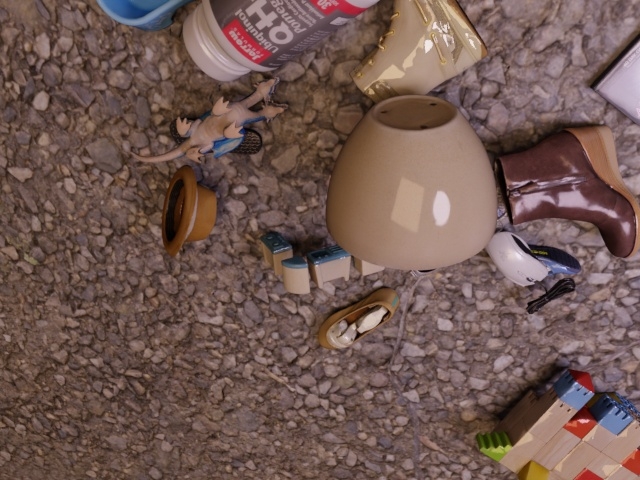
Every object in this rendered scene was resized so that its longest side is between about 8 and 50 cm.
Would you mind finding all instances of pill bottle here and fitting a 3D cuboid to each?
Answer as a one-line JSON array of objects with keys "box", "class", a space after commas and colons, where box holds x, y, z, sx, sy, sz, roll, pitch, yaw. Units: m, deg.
[{"box": [-0.069, -0.372, 0.814, 0.319, 0.176, 0.176, -18, 112, 40], "class": "pill bottle"}]

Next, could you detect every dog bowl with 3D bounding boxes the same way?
[{"box": [-0.263, -0.470, 0.893, 0.297, 0.074, 0.166, -20, 110, 21], "class": "dog bowl"}]

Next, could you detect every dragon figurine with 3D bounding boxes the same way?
[{"box": [-0.191, -0.201, 0.964, 0.289, 0.144, 0.085, -28, 98, 15], "class": "dragon figurine"}]

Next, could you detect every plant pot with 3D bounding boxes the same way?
[{"box": [0.145, -0.116, 0.838, 0.284, 0.284, 0.191, 4, 129, 11], "class": "plant pot"}]

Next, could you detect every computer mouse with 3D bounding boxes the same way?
[{"box": [0.374, 0.060, 0.972, 0.193, 0.042, 0.106, 39, 130, -17], "class": "computer mouse"}]

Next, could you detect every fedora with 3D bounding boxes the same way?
[{"box": [-0.263, -0.056, 1.078, 0.079, 0.194, 0.194, 7, 125, -32], "class": "fedora"}]

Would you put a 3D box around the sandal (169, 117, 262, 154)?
[{"box": [-0.204, -0.204, 1.038, 0.179, 0.040, 0.067, 7, 124, -7], "class": "sandal"}]

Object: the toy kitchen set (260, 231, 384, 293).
[{"box": [0.000, 0.000, 1.078, 0.207, 0.166, 0.122, -15, 118, -21], "class": "toy kitchen set"}]

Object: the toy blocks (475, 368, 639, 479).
[{"box": [0.563, 0.423, 1.114, 0.381, 0.191, 0.261, 33, 107, -4], "class": "toy blocks"}]

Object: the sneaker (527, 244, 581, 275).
[{"box": [0.418, 0.046, 1.011, 0.144, 0.053, 0.059, 10, 124, 13], "class": "sneaker"}]

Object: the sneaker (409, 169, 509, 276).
[{"box": [0.274, -0.019, 0.971, 0.105, 0.115, 0.281, 42, 115, -10], "class": "sneaker"}]

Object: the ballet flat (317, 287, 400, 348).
[{"box": [0.072, 0.181, 1.144, 0.080, 0.073, 0.232, 43, 118, -10], "class": "ballet flat"}]

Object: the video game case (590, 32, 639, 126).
[{"box": [0.608, -0.241, 0.837, 0.274, 0.026, 0.196, 34, 118, -6], "class": "video game case"}]

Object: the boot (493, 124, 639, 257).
[{"box": [0.417, -0.060, 0.903, 0.207, 0.090, 0.248, -20, 97, -4], "class": "boot"}]

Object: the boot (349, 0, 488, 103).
[{"box": [0.116, -0.345, 0.861, 0.203, 0.095, 0.262, -35, 107, 27], "class": "boot"}]
